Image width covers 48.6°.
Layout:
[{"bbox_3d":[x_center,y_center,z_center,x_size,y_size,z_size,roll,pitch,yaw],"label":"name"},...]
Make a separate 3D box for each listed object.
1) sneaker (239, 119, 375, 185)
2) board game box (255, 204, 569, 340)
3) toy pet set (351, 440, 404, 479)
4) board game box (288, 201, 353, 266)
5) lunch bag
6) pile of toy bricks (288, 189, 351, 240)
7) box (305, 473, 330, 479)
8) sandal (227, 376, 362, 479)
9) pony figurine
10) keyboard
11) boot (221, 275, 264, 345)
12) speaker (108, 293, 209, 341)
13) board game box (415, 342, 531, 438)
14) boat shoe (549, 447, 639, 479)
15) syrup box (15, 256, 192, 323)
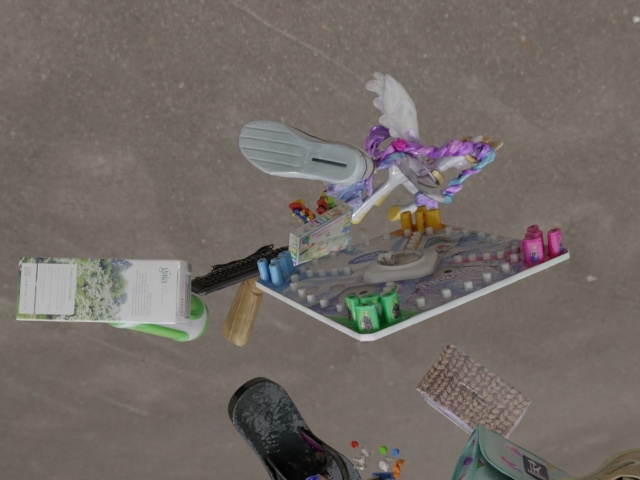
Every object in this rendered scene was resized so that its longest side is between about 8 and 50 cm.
[{"bbox_3d":[-0.026,-0.146,1.248,0.258,0.094,0.091,22,-171,27],"label":"sneaker"},{"bbox_3d":[0.133,0.031,1.185,0.390,0.050,0.390,-18,-164,-24],"label":"board game box"},{"bbox_3d":[0.128,0.450,1.392,0.065,0.114,0.122,-2,179,-43],"label":"toy pet set"},{"bbox_3d":[0.000,0.000,1.391,0.154,0.026,0.103,-30,141,-38],"label":"board game box"},{"bbox_3d":[0.315,0.451,1.153,0.224,0.262,0.160,28,141,6],"label":"lunch bag"},{"bbox_3d":[0.015,-0.077,1.822,0.118,0.105,0.212,-7,153,29],"label":"pile of toy bricks"},{"bbox_3d":[0.011,0.541,1.473,0.136,0.028,0.081,35,97,-28],"label":"box"},{"bbox_3d":[-0.039,0.487,1.541,0.167,0.107,0.445,-45,115,-15],"label":"sandal"},{"bbox_3d":[0.188,-0.170,1.591,0.364,0.302,0.351,-28,153,34],"label":"pony figurine"},{"bbox_3d":[-0.168,0.056,1.669,0.317,0.033,0.202,-19,-169,-25],"label":"keyboard"},{"bbox_3d":[-0.212,0.216,2.280,0.089,0.236,0.269,16,99,-31],"label":"boot"},{"bbox_3d":[-0.391,0.164,1.685,0.131,0.131,0.296,-22,156,20],"label":"speaker"},{"bbox_3d":[0.386,0.404,1.784,0.141,0.232,0.291,-52,159,-7],"label":"board game box"},{"bbox_3d":[0.454,0.383,1.057,0.303,0.109,0.098,-4,172,-25],"label":"boat shoe"},{"bbox_3d":[-0.315,0.074,1.052,0.237,0.093,0.096,1,175,0],"label":"syrup box"}]
